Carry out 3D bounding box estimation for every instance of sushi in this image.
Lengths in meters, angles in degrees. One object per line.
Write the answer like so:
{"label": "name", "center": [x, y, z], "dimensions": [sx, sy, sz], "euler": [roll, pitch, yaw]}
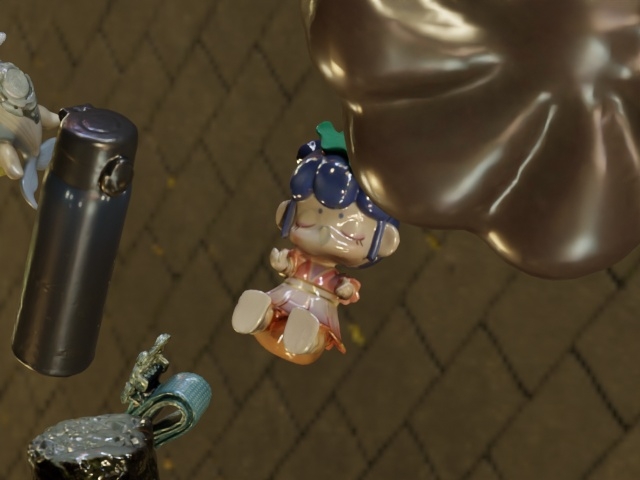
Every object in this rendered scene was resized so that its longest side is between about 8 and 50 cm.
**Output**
{"label": "sushi", "center": [-0.213, 0.240, 1.590], "dimensions": [0.225, 0.124, 0.127], "euler": [-154, 57, -79]}

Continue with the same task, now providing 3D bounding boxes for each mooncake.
{"label": "mooncake", "center": [0.127, -0.128, 0.854], "dimensions": [0.154, 0.306, 0.306], "euler": [-80, 16, -59]}

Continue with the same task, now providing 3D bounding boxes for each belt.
{"label": "belt", "center": [-0.200, 0.194, 1.895], "dimensions": [0.100, 0.065, 0.179], "euler": [45, 129, -2]}

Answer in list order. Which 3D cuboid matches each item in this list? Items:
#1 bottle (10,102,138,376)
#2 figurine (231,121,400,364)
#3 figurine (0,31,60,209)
{"label": "bottle", "center": [-0.199, 0.003, 1.364], "dimensions": [0.082, 0.072, 0.244], "euler": [46, 134, 35]}
{"label": "figurine", "center": [0.000, 0.000, 1.267], "dimensions": [0.111, 0.102, 0.195], "euler": [24, 77, 13]}
{"label": "figurine", "center": [-0.352, -0.121, 1.696], "dimensions": [0.184, 0.208, 0.128], "euler": [-33, 21, 44]}
